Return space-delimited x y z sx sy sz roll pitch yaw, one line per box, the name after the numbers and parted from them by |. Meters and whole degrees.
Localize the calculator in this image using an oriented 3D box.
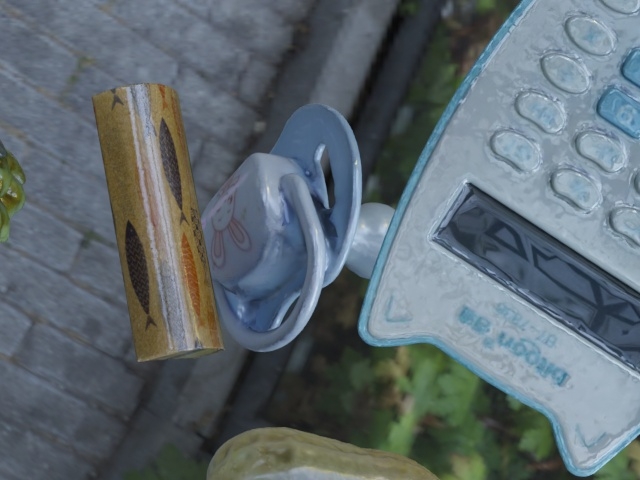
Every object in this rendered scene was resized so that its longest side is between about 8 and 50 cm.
0.208 -0.048 1.050 0.256 0.054 0.386 32 96 -5 | calculator

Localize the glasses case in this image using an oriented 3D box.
-0.096 -0.011 0.948 0.064 0.041 0.170 5 71 -61 | glasses case

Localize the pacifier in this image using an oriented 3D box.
0.000 0.000 1.573 0.225 0.287 0.238 5 54 -31 | pacifier

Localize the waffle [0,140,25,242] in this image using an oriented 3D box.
-0.270 -0.077 0.913 0.054 0.204 0.223 -40 103 20 | waffle

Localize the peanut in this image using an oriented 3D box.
0.018 0.178 1.002 0.194 0.083 0.093 17 71 -14 | peanut
